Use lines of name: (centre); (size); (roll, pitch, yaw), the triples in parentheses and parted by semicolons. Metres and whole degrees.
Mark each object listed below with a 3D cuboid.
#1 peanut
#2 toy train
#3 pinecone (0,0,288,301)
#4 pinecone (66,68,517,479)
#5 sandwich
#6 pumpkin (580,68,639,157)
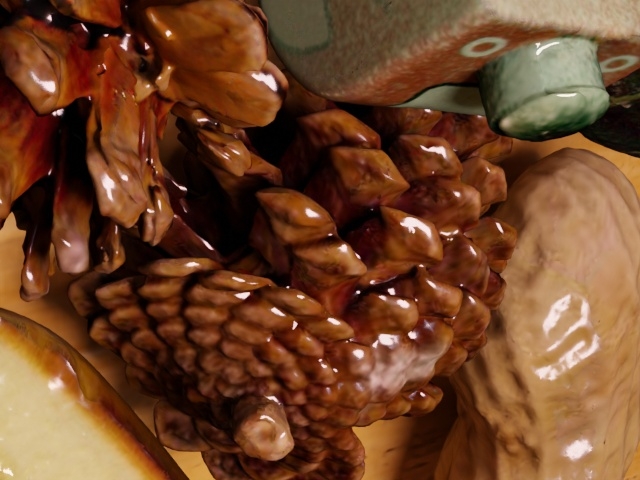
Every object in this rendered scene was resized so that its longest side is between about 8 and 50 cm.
peanut: (0.113, 0.071, 0.923); (0.197, 0.110, 0.233); (-66, 157, -65)
toy train: (0.038, -0.186, 0.711); (0.129, 0.159, 0.326); (0, 73, -38)
pinecone: (-0.115, -0.069, 0.675); (0.195, 0.179, 0.150); (-43, 151, 9)
pinecone: (0.002, 0.001, 0.797); (0.212, 0.168, 0.185); (-43, 169, -32)
sandwich: (-0.121, 0.113, 0.768); (0.122, 0.128, 0.236); (-42, 123, -17)
pumpkin: (0.181, -0.142, 0.907); (0.211, 0.152, 0.212); (-1, 91, -33)
